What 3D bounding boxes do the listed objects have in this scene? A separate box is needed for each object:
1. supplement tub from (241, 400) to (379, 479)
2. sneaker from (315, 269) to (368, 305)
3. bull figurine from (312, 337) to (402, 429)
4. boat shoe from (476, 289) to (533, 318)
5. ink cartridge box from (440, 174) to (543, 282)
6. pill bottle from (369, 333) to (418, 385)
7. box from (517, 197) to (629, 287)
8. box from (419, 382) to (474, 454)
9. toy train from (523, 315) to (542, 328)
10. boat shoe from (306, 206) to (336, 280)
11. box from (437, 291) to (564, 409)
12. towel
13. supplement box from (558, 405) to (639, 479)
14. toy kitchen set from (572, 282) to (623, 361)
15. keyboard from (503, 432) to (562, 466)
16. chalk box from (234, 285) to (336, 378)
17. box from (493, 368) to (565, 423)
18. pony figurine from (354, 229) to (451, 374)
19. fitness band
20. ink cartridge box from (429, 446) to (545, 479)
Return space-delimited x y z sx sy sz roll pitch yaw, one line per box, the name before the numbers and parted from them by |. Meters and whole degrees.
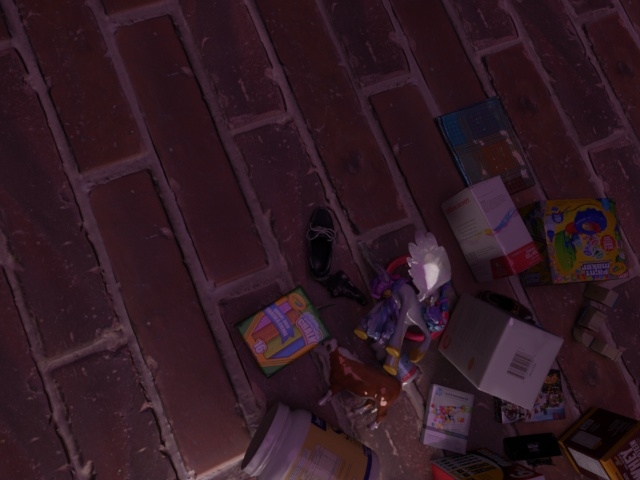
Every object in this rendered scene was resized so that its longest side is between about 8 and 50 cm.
supplement tub | -0.029 0.627 1.311 0.331 0.241 0.241 32 76 -3
sneaker | 0.069 0.164 1.516 0.089 0.051 0.170 -38 83 -14
bull figurine | 0.094 0.430 1.421 0.310 0.101 0.189 28 94 -4
boat shoe | 0.638 0.229 1.594 0.206 0.073 0.073 21 74 -7
ink cartridge box | 0.556 -0.031 1.549 0.131 0.226 0.307 -22 85 -14
pill bottle | 0.230 0.375 1.484 0.087 0.087 0.160 -38 88 -15
box | 0.856 0.010 1.622 0.289 0.177 0.280 -4 81 -11
box | 0.407 0.571 1.501 0.145 0.038 0.186 17 73 -6
toy train | 0.682 0.345 1.560 0.105 0.080 0.184 -15 101 -13
boat shoe | 0.000 0.000 1.509 0.095 0.079 0.255 6 69 -1
box | 0.514 0.310 1.393 0.168 0.345 0.215 23 93 -6
towel | 0.608 -0.329 1.712 0.271 0.040 0.371 -22 84 -13
supplement box | 0.923 0.663 1.493 0.191 0.194 0.129 -33 94 -14
toy kitchen set | 0.996 0.286 1.644 0.166 0.122 0.207 28 96 -4
keyboard | 0.697 0.697 1.544 0.191 0.038 0.100 -1 56 -9
chalk box | -0.091 0.252 1.404 0.288 0.180 0.179 -31 86 -15
box | 0.694 0.518 1.563 0.232 0.044 0.159 0 80 -10
pony figurine | 0.250 0.167 1.394 0.351 0.302 0.364 52 58 -29
fitness band | 0.311 0.192 1.555 0.208 0.054 0.291 -15 83 -15
ink cartridge box | 0.445 0.723 1.342 0.271 0.309 0.130 -8 81 -12
